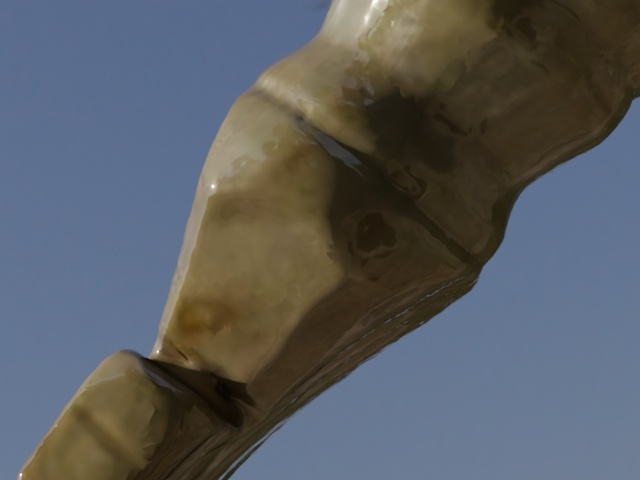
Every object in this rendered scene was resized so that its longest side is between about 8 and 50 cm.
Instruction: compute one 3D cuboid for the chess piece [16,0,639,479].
[{"bbox_3d":[0.000,0.000,0.712,0.301,0.137,0.137,-52,-22,0],"label":"chess piece"}]
